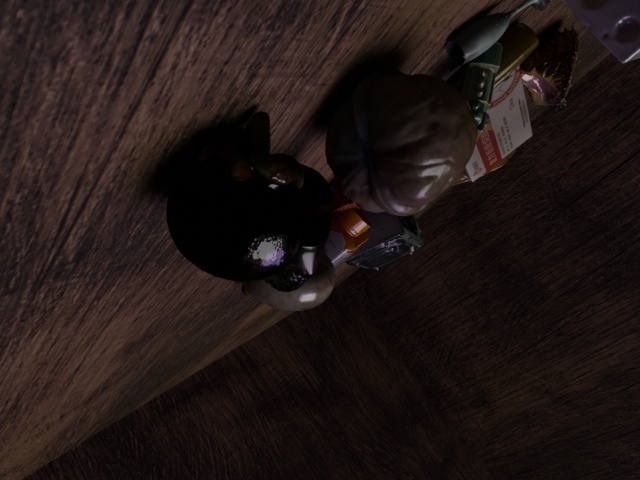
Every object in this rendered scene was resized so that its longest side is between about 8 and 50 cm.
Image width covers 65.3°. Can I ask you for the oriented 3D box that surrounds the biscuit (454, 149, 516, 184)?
[{"bbox_3d":[0.487,-0.269,1.676,0.312,0.057,0.351,-1,-149,44],"label":"biscuit"}]

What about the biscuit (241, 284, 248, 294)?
[{"bbox_3d":[-0.158,0.089,1.505,0.208,0.049,0.181,-30,168,-45],"label":"biscuit"}]

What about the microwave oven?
[{"bbox_3d":[0.179,-0.020,1.565,0.238,0.181,0.295,-28,163,16],"label":"microwave oven"}]

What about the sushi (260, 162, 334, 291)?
[{"bbox_3d":[-0.055,-0.027,0.869,0.126,0.137,0.225,-53,-153,41],"label":"sushi"}]

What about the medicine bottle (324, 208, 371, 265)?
[{"bbox_3d":[0.024,-0.008,1.399,0.222,0.149,0.112,-40,169,13],"label":"medicine bottle"}]

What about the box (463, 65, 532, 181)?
[{"bbox_3d":[0.436,-0.315,1.318,0.214,0.069,0.353,-39,145,8],"label":"box"}]

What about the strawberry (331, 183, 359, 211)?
[{"bbox_3d":[0.146,-0.152,1.278,0.286,0.106,0.188,-14,172,-33],"label":"strawberry"}]

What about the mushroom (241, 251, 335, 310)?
[{"bbox_3d":[-0.066,0.039,1.174,0.244,0.243,0.243,-36,170,-7],"label":"mushroom"}]

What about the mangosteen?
[{"bbox_3d":[-0.100,-0.056,0.681,0.230,0.194,0.194,-63,163,14],"label":"mangosteen"}]

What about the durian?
[{"bbox_3d":[0.642,-0.493,1.386,0.195,0.186,0.305,-61,167,17],"label":"durian"}]

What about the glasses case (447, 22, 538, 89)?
[{"bbox_3d":[0.376,-0.382,1.119,0.234,0.079,0.064,-41,163,18],"label":"glasses case"}]

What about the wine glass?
[{"bbox_3d":[0.323,-0.399,0.918,0.198,0.066,0.066,-35,170,-5],"label":"wine glass"}]

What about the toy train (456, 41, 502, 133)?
[{"bbox_3d":[0.318,-0.308,1.028,0.125,0.081,0.193,72,30,-78],"label":"toy train"}]

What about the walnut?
[{"bbox_3d":[0.134,-0.164,0.839,0.248,0.248,0.248,-36,170,-7],"label":"walnut"}]

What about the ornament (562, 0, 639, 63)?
[{"bbox_3d":[0.563,-0.482,0.852,0.240,0.239,0.239,-27,167,-45],"label":"ornament"}]
